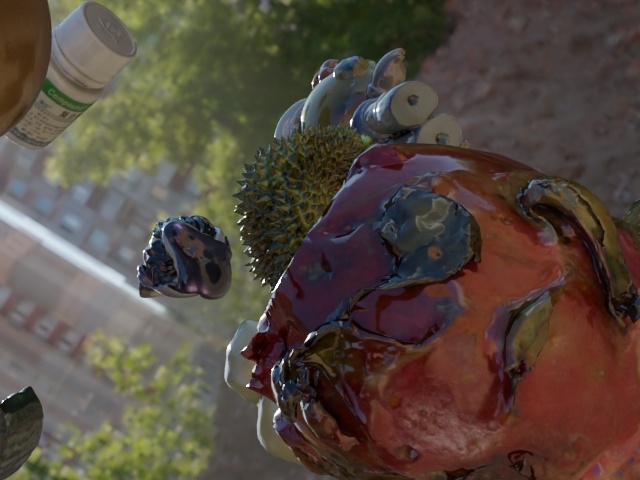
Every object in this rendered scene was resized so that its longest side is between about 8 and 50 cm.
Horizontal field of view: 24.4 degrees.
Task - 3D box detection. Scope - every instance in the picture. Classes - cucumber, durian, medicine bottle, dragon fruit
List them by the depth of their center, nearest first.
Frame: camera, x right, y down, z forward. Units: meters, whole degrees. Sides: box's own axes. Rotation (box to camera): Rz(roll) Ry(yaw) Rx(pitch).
[{"bbox_3d":[0.115,0.078,0.911,0.250,0.291,0.269,-51,-13,-15],"label":"dragon fruit"},{"bbox_3d":[0.009,-0.004,1.309,0.159,0.198,0.146,-14,-10,-26],"label":"durian"},{"bbox_3d":[-0.544,0.301,2.310,0.191,0.191,0.130,-58,-11,11],"label":"cucumber"},{"bbox_3d":[-0.409,-0.262,2.337,0.237,0.139,0.139,-38,7,23],"label":"medicine bottle"}]

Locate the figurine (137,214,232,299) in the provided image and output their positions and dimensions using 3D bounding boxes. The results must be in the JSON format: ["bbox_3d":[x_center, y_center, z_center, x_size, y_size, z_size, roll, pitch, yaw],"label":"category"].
[{"bbox_3d":[-0.201,0.036,2.198,0.145,0.145,0.222,-58,5,-14],"label":"figurine"}]

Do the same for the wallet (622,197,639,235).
[{"bbox_3d":[0.386,-0.023,1.731,0.122,0.031,0.232,-43,-1,36],"label":"wallet"}]

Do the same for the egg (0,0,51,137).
[{"bbox_3d":[-0.475,-0.273,1.699,0.301,0.374,0.301,-30,-8,-5],"label":"egg"}]

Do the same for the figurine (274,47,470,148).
[{"bbox_3d":[0.052,-0.132,1.803,0.205,0.224,0.382,-41,-6,-10],"label":"figurine"}]

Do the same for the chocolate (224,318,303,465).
[{"bbox_3d":[0.034,0.167,1.983,0.326,0.297,0.314,74,-155,-64],"label":"chocolate"}]
